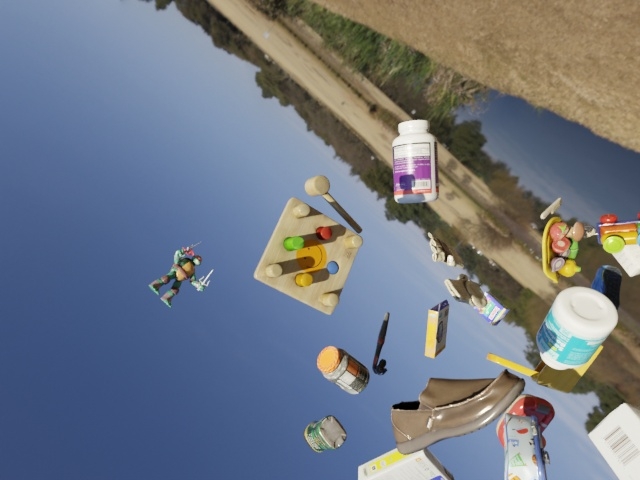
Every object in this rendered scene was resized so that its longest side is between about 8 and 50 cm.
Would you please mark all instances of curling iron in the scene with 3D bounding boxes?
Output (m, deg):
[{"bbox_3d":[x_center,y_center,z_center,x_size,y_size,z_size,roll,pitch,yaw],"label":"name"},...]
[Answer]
[{"bbox_3d":[0.246,0.407,1.663,0.068,0.035,0.274,43,-136,-33],"label":"curling iron"}]

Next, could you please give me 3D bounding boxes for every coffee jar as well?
[{"bbox_3d":[0.009,0.632,1.361,0.079,0.184,0.096,-33,-103,-33],"label":"coffee jar"}]

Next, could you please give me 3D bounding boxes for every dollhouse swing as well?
[{"bbox_3d":[0.933,0.471,1.778,0.305,0.315,0.347,36,-178,28],"label":"dollhouse swing"}]

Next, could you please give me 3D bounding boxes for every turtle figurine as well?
[{"bbox_3d":[-0.491,0.120,1.510,0.175,0.234,0.118,54,156,-23],"label":"turtle figurine"}]

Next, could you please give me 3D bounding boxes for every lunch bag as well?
[{"bbox_3d":[0.604,0.671,1.225,0.243,0.115,0.303,-43,-55,-59],"label":"lunch bag"}]

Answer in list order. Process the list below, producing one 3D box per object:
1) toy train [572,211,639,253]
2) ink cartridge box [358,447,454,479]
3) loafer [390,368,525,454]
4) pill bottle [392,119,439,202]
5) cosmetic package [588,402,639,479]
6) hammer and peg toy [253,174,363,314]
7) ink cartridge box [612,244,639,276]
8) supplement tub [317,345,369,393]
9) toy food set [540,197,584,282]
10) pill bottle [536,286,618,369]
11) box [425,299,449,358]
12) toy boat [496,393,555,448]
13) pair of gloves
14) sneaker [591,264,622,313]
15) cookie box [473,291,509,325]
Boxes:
[{"bbox_3d":[0.795,-0.005,1.152,0.143,0.248,0.105,-32,-69,-53],"label":"toy train"},{"bbox_3d":[0.260,0.808,1.395,0.303,0.307,0.072,52,-166,-33],"label":"ink cartridge box"},{"bbox_3d":[0.289,0.378,0.965,0.134,0.366,0.130,0,-125,-52],"label":"loafer"},{"bbox_3d":[0.389,-0.317,1.716,0.181,0.182,0.322,-15,-78,-72],"label":"pill bottle"},{"bbox_3d":[0.609,0.420,0.558,0.284,0.097,0.377,17,-152,-19],"label":"cosmetic package"},{"bbox_3d":[0.000,0.000,1.188,0.266,0.361,0.127,31,162,-20],"label":"hammer and peg toy"},{"bbox_3d":[1.096,0.050,1.285,0.066,0.296,0.261,78,175,-56],"label":"ink cartridge box"},{"bbox_3d":[0.080,0.459,1.490,0.190,0.117,0.117,44,-167,-33],"label":"supplement tub"},{"bbox_3d":[0.637,0.009,1.086,0.128,0.217,0.071,-23,-161,-35],"label":"toy food set"},{"bbox_3d":[0.699,0.259,1.167,0.264,0.146,0.146,82,163,-46],"label":"pill bottle"},{"bbox_3d":[0.293,0.215,1.046,0.028,0.136,0.081,7,-170,36],"label":"box"},{"bbox_3d":[0.732,0.668,1.467,0.151,0.231,0.151,18,-159,-8],"label":"toy boat"},{"bbox_3d":[0.409,0.093,1.239,0.204,0.042,0.240,21,-141,-42],"label":"pair of gloves"},{"bbox_3d":[0.923,0.184,1.366,0.069,0.209,0.082,11,176,8],"label":"sneaker"},{"bbox_3d":[0.688,0.274,1.685,0.040,0.091,0.107,6,-149,-40],"label":"cookie box"}]
